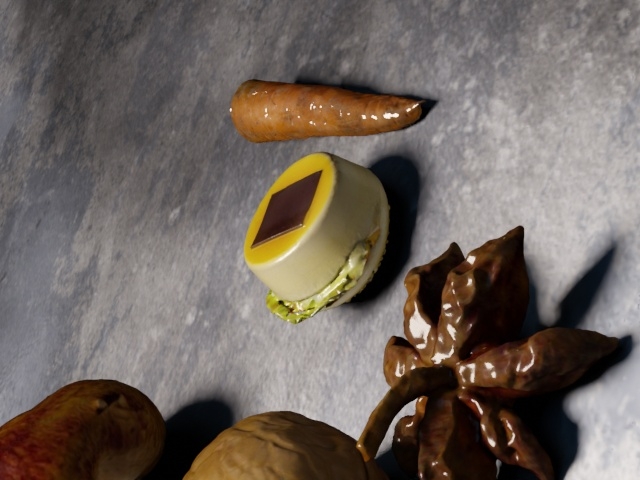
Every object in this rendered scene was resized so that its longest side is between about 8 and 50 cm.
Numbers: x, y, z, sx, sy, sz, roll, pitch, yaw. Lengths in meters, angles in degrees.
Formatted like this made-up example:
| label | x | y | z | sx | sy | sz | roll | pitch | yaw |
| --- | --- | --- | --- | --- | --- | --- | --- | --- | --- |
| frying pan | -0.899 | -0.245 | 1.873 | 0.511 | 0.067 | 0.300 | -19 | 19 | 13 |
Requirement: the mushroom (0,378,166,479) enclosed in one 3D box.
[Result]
| label | x | y | z | sx | sy | sz | roll | pitch | yaw |
| --- | --- | --- | --- | --- | --- | --- | --- | --- | --- |
| mushroom | -0.228 | 0.261 | 1.504 | 0.267 | 0.267 | 0.254 | -22 | 86 | 47 |

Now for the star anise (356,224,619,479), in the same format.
| label | x | y | z | sx | sy | sz | roll | pitch | yaw |
| --- | --- | --- | --- | --- | --- | --- | --- | --- | --- |
| star anise | 0.099 | 0.089 | 1.230 | 0.196 | 0.111 | 0.212 | -42 | 32 | 21 |

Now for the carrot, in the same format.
| label | x | y | z | sx | sy | sz | roll | pitch | yaw |
| --- | --- | --- | --- | --- | --- | --- | --- | --- | --- |
| carrot | 0.011 | -0.106 | 1.528 | 0.224 | 0.057 | 0.057 | 7 | 75 | 50 |

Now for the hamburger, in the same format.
| label | x | y | z | sx | sy | sz | roll | pitch | yaw |
| --- | --- | --- | --- | --- | --- | --- | --- | --- | --- |
| hamburger | 0.000 | 0.000 | 1.438 | 0.126 | 0.081 | 0.141 | -36 | 31 | 34 |

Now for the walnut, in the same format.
| label | x | y | z | sx | sy | sz | roll | pitch | yaw |
| --- | --- | --- | --- | --- | --- | --- | --- | --- | --- |
| walnut | -0.019 | 0.206 | 1.250 | 0.167 | 0.167 | 0.207 | -63 | 22 | 4 |
